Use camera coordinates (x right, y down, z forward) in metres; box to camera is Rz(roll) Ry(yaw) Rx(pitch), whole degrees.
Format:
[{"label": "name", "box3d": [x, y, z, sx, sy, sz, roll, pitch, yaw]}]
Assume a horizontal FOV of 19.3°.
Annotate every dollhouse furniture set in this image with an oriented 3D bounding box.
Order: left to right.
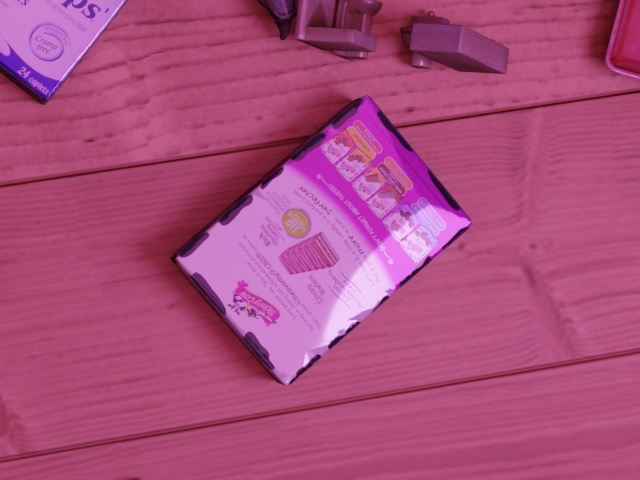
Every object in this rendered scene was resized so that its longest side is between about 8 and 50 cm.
[{"label": "dollhouse furniture set", "box3d": [0.082, -0.228, 1.721, 0.151, 0.144, 0.123, 6, 88, 27]}]

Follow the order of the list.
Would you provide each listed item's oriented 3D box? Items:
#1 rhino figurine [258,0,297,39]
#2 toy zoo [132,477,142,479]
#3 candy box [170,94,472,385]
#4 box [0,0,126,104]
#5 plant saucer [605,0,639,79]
[{"label": "rhino figurine", "box3d": [-0.058, -0.296, 1.706, 0.073, 0.106, 0.243, -20, 114, -14]}, {"label": "toy zoo", "box3d": [-0.185, 0.355, 1.728, 0.192, 0.030, 0.293, -36, 95, -8]}, {"label": "candy box", "box3d": [0.000, 0.000, 1.741, 0.233, 0.071, 0.159, -40, 96, -8]}, {"label": "box", "box3d": [-0.256, -0.214, 1.702, 0.126, 0.072, 0.137, 38, 83, -8]}, {"label": "plant saucer", "box3d": [0.418, -0.253, 1.823, 0.259, 0.048, 0.258, 15, 87, -9]}]
